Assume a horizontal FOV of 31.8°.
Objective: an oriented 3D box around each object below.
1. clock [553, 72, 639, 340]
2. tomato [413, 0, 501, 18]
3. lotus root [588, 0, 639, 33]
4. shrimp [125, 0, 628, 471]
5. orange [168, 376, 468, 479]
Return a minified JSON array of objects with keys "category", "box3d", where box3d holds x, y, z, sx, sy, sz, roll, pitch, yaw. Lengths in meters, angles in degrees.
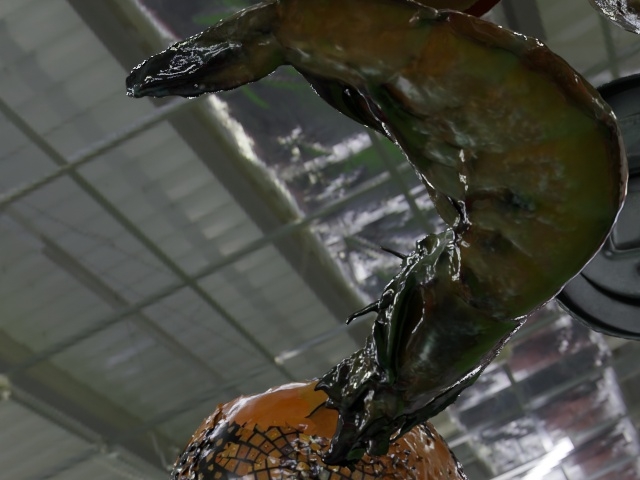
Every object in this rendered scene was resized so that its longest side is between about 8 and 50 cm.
[{"category":"clock","box3d":[0.393,-0.038,1.326,0.319,0.318,0.066,-39,-27,24]},{"category":"tomato","box3d":[0.058,-0.273,0.986,0.260,0.260,0.179,3,-83,-34]},{"category":"lotus root","box3d":[0.178,-0.135,0.501,0.089,0.179,0.080,-23,-75,-21]},{"category":"shrimp","box3d":[0.000,0.000,0.483,0.198,0.051,0.262,26,-46,-2]},{"category":"orange","box3d":[-0.003,0.202,0.726,0.182,0.234,0.234,10,-25,22]}]
